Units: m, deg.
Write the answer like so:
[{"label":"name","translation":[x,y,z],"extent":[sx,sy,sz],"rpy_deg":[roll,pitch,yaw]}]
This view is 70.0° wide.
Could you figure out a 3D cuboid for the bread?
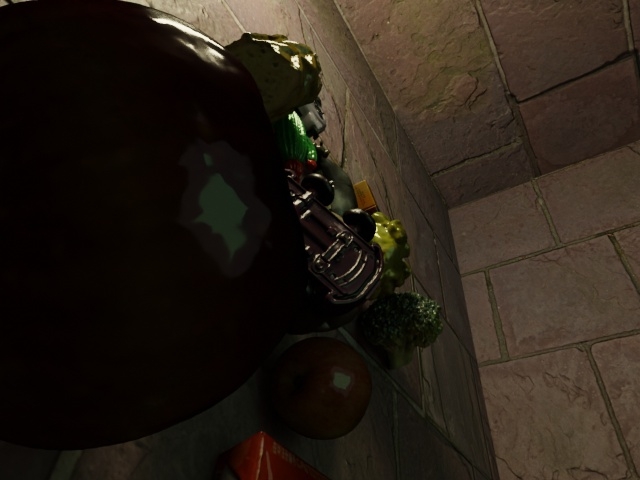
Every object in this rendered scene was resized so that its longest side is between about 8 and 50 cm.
[{"label":"bread","translation":[-0.123,-0.395,1.108],"extent":[0.239,0.196,0.252],"rpy_deg":[24,24,-2]}]

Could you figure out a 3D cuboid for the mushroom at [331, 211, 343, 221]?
[{"label":"mushroom","translation":[0.000,0.000,1.167],"extent":[0.166,0.127,0.166],"rpy_deg":[12,64,-25]}]

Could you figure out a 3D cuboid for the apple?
[{"label":"apple","translation":[-0.002,0.279,0.875],"extent":[0.174,0.188,0.188],"rpy_deg":[33,43,-48]}]

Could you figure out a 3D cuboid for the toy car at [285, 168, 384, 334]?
[{"label":"toy car","translation":[-0.053,0.036,0.931],"extent":[0.341,0.240,0.271],"rpy_deg":[43,48,5]}]

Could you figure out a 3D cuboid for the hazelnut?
[{"label":"hazelnut","translation":[-0.213,-0.020,0.493],"extent":[0.402,0.402,0.429],"rpy_deg":[-16,87,-66]}]

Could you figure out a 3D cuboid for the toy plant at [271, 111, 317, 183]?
[{"label":"toy plant","translation":[-0.074,-0.258,1.250],"extent":[0.155,0.088,0.240],"rpy_deg":[-10,69,-51]}]

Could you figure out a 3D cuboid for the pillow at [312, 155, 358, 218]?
[{"label":"pillow","translation":[0.052,-0.132,1.400],"extent":[0.186,0.106,0.249],"rpy_deg":[25,46,-61]}]

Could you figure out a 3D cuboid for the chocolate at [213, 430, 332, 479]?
[{"label":"chocolate","translation":[-0.074,0.452,0.687],"extent":[0.237,0.108,0.234],"rpy_deg":[50,31,-34]}]

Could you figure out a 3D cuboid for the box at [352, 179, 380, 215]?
[{"label":"box","translation":[0.173,-0.076,1.541],"extent":[0.237,0.070,0.152],"rpy_deg":[66,10,5]}]

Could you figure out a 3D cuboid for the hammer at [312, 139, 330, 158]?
[{"label":"hammer","translation":[0.000,-0.302,1.452],"extent":[0.058,0.029,0.292],"rpy_deg":[29,16,-8]}]

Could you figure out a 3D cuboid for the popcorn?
[{"label":"popcorn","translation":[0.133,0.063,1.307],"extent":[0.250,0.235,0.241],"rpy_deg":[-27,93,-26]}]

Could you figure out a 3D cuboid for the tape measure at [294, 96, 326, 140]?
[{"label":"tape measure","translation":[-0.046,-0.399,1.393],"extent":[0.178,0.105,0.196],"rpy_deg":[57,20,-15]}]

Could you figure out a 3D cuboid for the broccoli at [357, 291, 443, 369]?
[{"label":"broccoli","translation":[0.251,0.283,1.392],"extent":[0.248,0.288,0.245],"rpy_deg":[-158,-123,-72]}]
